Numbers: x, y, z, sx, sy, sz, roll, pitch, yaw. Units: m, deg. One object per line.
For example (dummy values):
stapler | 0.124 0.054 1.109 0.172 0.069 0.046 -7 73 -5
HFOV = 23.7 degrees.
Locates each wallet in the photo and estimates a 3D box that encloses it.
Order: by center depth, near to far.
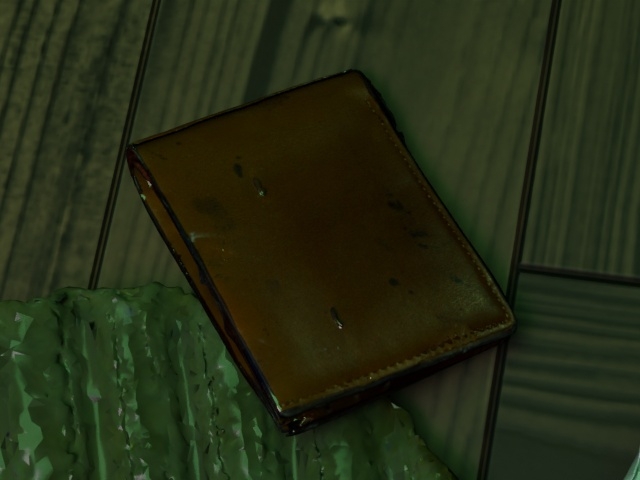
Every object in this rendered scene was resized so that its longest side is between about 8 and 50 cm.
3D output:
wallet | -0.001 0.002 0.840 0.161 0.042 0.195 -20 63 -27

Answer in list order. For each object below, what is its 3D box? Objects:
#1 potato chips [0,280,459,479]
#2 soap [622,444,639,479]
potato chips | -0.062 0.213 0.768 0.358 0.070 0.429 -10 69 -7
soap | 0.253 0.170 0.704 0.261 0.150 0.094 25 78 19
